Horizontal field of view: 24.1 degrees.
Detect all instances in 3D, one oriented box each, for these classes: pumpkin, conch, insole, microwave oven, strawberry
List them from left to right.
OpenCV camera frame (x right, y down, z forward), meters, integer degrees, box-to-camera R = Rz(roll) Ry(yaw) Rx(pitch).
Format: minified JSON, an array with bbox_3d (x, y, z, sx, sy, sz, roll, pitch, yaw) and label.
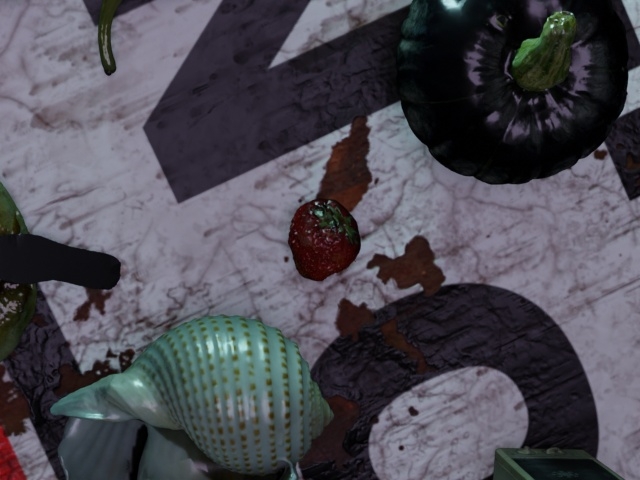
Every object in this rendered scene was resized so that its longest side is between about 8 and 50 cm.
[{"bbox_3d":[-0.336,0.028,1.868,0.188,0.004,0.064,11,90,-28],"label":"insole"},{"bbox_3d":[-0.144,0.241,1.841,0.319,0.215,0.303,-1,89,25],"label":"conch"},{"bbox_3d":[0.001,0.000,1.898,0.106,0.106,0.106,-1,95,-7],"label":"strawberry"},{"bbox_3d":[0.240,-0.205,1.818,0.295,0.296,0.296,-1,95,-7],"label":"pumpkin"},{"bbox_3d":[0.307,0.374,1.887,0.145,0.240,0.194,0,94,-7],"label":"microwave oven"}]

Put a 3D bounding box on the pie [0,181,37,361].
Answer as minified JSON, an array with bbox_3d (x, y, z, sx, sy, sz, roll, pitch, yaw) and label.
[{"bbox_3d":[-0.499,0.043,1.850,0.323,0.070,0.323,-1,95,-8],"label":"pie"}]

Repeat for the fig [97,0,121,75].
[{"bbox_3d":[-0.227,-0.321,1.845,0.149,0.149,0.245,30,110,-8],"label":"fig"}]
